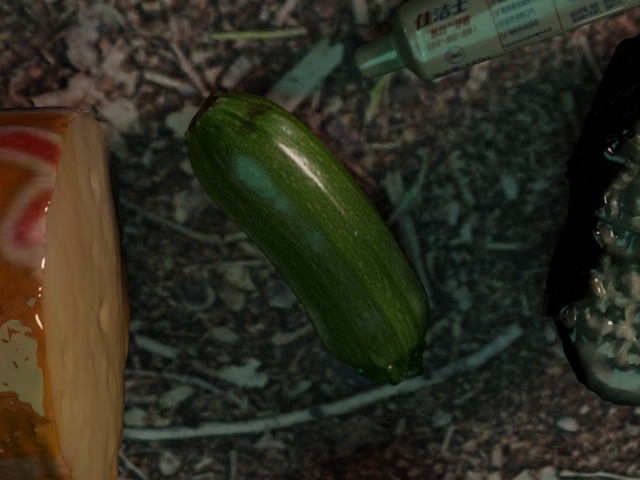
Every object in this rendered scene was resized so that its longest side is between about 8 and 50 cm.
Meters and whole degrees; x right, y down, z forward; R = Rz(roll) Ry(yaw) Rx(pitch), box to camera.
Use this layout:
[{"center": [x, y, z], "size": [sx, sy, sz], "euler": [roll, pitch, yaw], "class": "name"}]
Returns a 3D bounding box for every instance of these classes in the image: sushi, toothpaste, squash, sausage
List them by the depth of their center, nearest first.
[{"center": [0.143, -0.145, 0.932], "size": [0.268, 0.047, 0.069], "euler": [-20, 99, 9], "class": "toothpaste"}, {"center": [-0.260, 0.041, 0.939], "size": [0.287, 0.233, 0.233], "euler": [-1, 120, 0], "class": "sausage"}, {"center": [0.208, -0.012, 0.969], "size": [0.147, 0.115, 0.212], "euler": [4, 121, 2], "class": "sushi"}, {"center": [0.000, 0.000, 1.003], "size": [0.077, 0.068, 0.219], "euler": [-31, 115, 7], "class": "squash"}]
